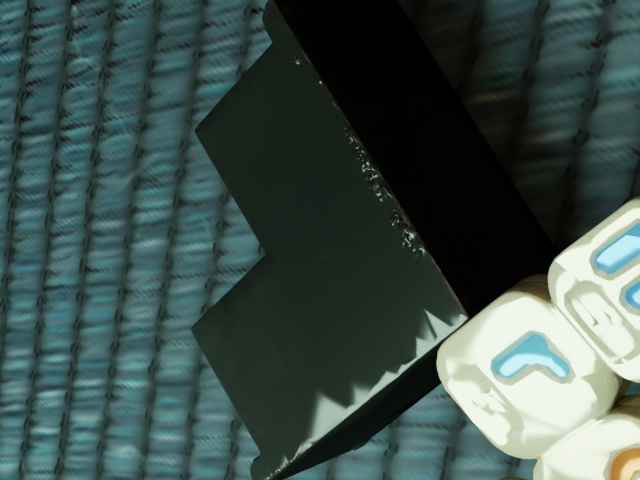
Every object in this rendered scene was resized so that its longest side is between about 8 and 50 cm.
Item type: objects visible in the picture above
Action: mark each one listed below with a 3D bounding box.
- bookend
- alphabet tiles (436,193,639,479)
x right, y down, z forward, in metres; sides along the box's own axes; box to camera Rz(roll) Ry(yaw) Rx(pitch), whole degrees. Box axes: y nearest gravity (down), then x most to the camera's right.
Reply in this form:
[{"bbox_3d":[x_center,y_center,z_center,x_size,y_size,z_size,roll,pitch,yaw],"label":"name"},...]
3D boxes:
[{"bbox_3d":[0.000,0.000,0.774,0.157,0.072,0.156,-44,71,40],"label":"bookend"},{"bbox_3d":[0.170,0.117,0.631,0.284,0.021,0.278,50,136,3],"label":"alphabet tiles"}]
